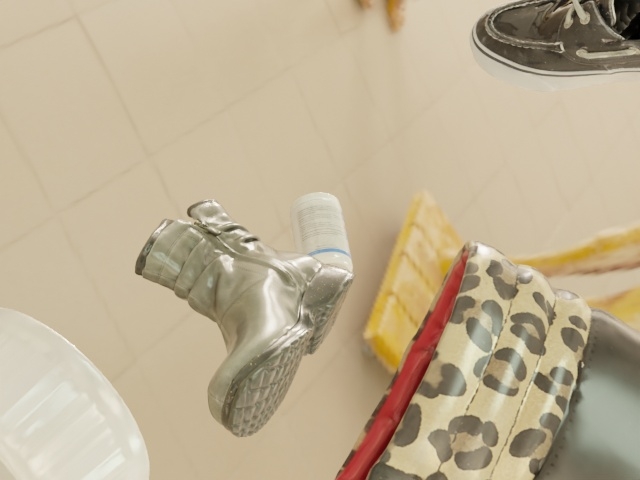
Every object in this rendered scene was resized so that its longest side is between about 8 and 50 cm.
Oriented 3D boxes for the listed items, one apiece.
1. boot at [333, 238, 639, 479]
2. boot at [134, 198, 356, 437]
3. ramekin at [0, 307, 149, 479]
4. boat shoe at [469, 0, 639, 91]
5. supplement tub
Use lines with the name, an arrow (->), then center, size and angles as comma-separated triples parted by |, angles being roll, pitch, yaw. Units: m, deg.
boot -> 0.113, 0.202, 0.461 | 0.284, 0.138, 0.378 | 28, 74, -1
boot -> -0.081, 0.053, 0.939 | 0.161, 0.083, 0.246 | 26, 25, 7
ramekin -> -0.332, 0.222, 1.288 | 0.135, 0.277, 0.277 | -45, 112, -40
boat shoe -> 0.272, -0.202, 1.108 | 0.108, 0.301, 0.102 | -64, 145, -21
supplement tub -> 0.000, 0.000, 1.535 | 0.071, 0.071, 0.107 | 30, 40, -45
